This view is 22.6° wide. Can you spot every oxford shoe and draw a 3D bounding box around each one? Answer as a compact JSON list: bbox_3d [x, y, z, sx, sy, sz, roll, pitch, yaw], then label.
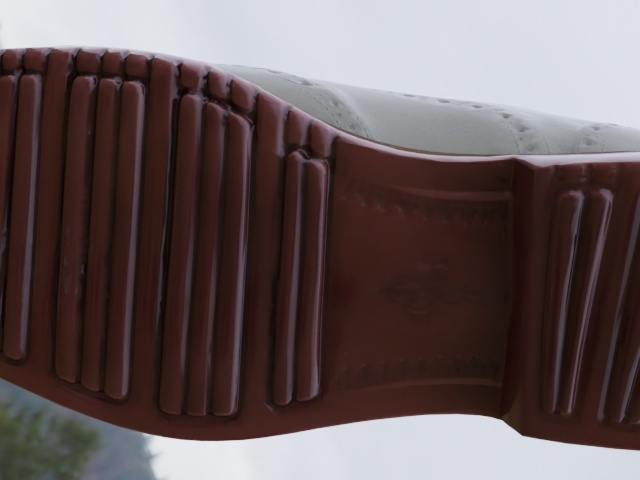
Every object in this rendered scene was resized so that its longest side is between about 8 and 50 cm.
[{"bbox_3d":[0.000,0.000,0.566,0.130,0.348,0.123,-65,166,-77],"label":"oxford shoe"}]
